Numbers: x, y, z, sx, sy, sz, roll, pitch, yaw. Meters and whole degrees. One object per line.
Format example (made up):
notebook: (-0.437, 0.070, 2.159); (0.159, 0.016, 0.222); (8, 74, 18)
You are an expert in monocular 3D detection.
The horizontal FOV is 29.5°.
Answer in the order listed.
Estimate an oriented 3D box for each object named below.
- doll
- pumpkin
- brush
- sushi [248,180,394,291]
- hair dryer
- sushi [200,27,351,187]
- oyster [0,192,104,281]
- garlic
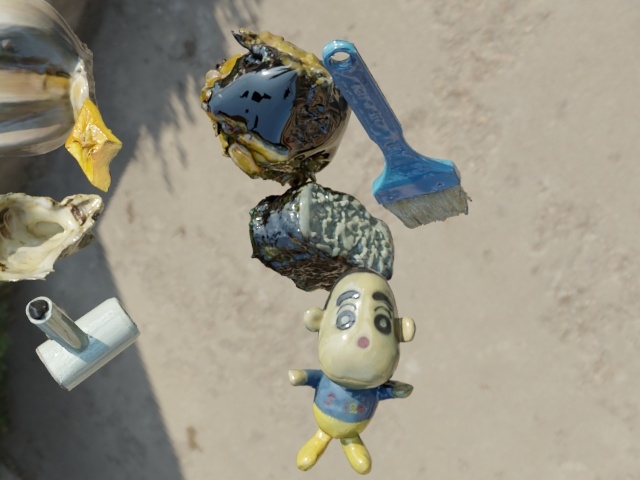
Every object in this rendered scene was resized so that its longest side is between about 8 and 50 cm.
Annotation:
doll: (0.025, 0.103, 0.976); (0.102, 0.089, 0.179); (5, 97, -3)
pumpkin: (-0.281, -0.116, 1.472); (0.101, 0.035, 0.073); (47, 128, 31)
brush: (0.039, -0.056, 0.673); (0.051, 0.014, 0.164); (-15, 143, 17)
sushi: (0.000, 0.000, 1.772); (0.127, 0.225, 0.124); (-20, 59, 39)
hair dryer: (-0.326, 0.109, 1.582); (0.073, 0.131, 0.236); (51, 174, 22)
sushi: (-0.070, -0.185, 1.764); (0.200, 0.213, 0.204); (44, 110, 40)
oyster: (-0.425, -0.006, 1.796); (0.107, 0.232, 0.161); (-38, 83, 42)
garlic: (-0.502, -0.258, 1.909); (0.325, 0.132, 0.279); (1, 110, -10)
